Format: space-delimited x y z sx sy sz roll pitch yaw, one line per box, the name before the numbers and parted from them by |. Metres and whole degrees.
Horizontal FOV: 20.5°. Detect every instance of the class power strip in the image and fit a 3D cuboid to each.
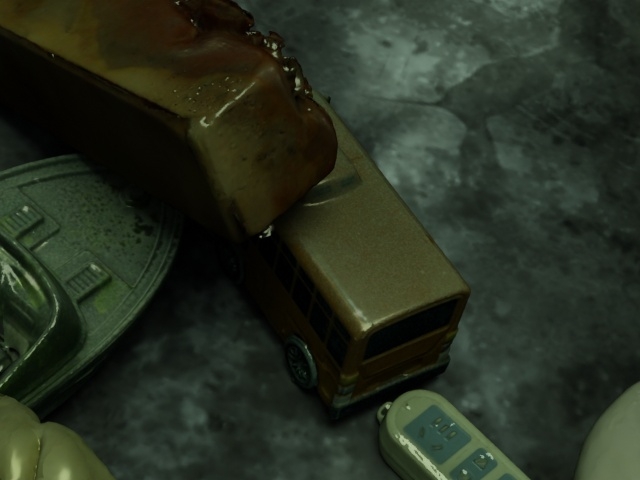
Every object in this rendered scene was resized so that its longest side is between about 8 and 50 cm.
power strip | 0.101 0.152 0.983 0.047 0.030 0.191 -34 65 -30

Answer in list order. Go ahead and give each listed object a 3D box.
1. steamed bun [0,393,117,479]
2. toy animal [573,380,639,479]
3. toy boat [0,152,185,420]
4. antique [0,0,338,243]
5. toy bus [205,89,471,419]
steamed bun | -0.123 0.216 0.755 0.203 0.276 0.289 -42 94 -22
toy animal | 0.314 0.171 0.925 0.357 0.194 0.258 35 61 25
toy boat | -0.190 0.038 0.974 0.141 0.092 0.319 39 54 18
antique | -0.116 -0.104 1.023 0.093 0.087 0.310 -40 42 -20
toy bus | 0.000 0.000 1.034 0.091 0.103 0.182 -21 59 -26
